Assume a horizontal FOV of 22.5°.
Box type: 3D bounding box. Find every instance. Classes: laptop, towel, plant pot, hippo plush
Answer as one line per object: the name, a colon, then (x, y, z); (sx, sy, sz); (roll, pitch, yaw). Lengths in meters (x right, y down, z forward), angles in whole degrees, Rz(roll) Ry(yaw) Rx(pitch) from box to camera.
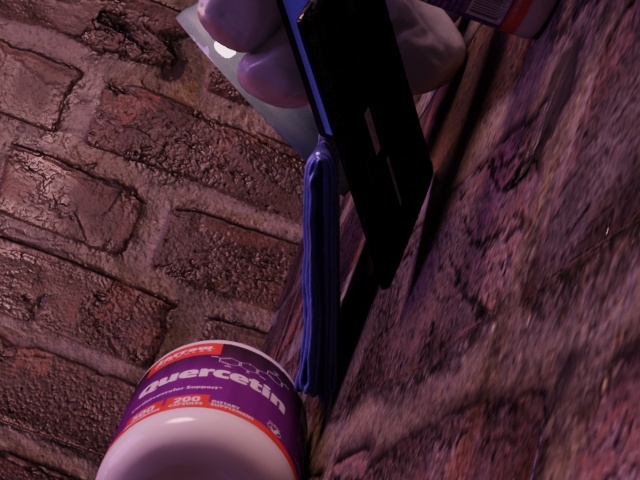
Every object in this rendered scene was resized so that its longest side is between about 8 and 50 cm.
laptop: (-0.004, -0.124, 1.284); (0.264, 0.137, 0.234); (-65, -37, -52)
towel: (0.000, 0.000, 1.615); (0.336, 0.040, 0.243); (-84, -6, -77)
plant pot: (-0.002, -0.224, 1.905); (0.196, 0.293, 0.293); (-44, 5, 4)
hippo plush: (0.026, -0.263, 1.508); (0.294, 0.234, 0.236); (67, -151, -20)

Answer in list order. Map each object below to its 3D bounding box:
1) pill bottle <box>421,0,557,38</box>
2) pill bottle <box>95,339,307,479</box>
pill bottle: (0.066, -0.212, 1.035); (0.108, 0.194, 0.108); (-160, 90, -87)
pill bottle: (-0.104, 0.202, 1.511); (0.323, 0.182, 0.181); (-86, 16, -77)
